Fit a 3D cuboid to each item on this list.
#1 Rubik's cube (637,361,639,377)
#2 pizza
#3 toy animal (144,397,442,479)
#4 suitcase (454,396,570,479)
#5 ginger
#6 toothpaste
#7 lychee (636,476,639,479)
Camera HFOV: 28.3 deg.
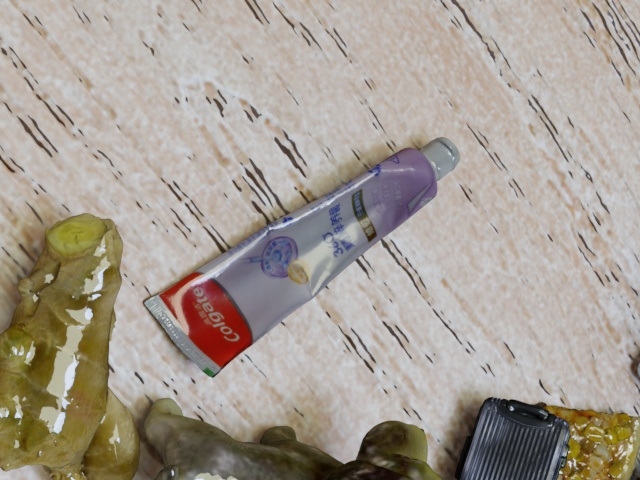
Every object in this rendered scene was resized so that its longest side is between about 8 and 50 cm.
[{"bbox_3d":[0.555,0.100,1.181,0.316,0.322,0.319,46,64,-20],"label":"Rubik's cube"},{"bbox_3d":[0.227,0.197,1.142,0.178,0.041,0.131,-33,100,-28],"label":"pizza"},{"bbox_3d":[-0.024,0.182,0.930,0.233,0.168,0.121,11,82,-19],"label":"toy animal"},{"bbox_3d":[0.159,0.200,1.076,0.086,0.059,0.126,17,70,13],"label":"suitcase"},{"bbox_3d":[-0.188,0.086,0.891,0.115,0.081,0.205,-7,95,-18],"label":"ginger"},{"bbox_3d":[0.000,0.000,1.028,0.301,0.048,0.075,-35,107,-26],"label":"toothpaste"},{"bbox_3d":[0.328,0.259,1.155,0.146,0.114,0.114,48,63,-37],"label":"lychee"}]
